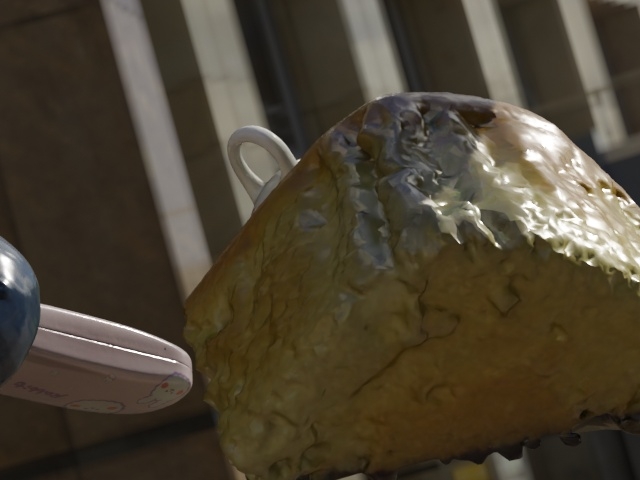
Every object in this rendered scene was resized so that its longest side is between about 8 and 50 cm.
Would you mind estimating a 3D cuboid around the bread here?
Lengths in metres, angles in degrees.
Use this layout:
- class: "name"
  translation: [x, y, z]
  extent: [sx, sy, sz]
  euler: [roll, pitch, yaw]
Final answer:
- class: "bread"
  translation: [0.058, 0.014, 1.013]
  extent: [0.262, 0.163, 0.204]
  euler: [-12, 31, -6]

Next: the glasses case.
- class: "glasses case"
  translation: [-0.260, 0.115, 1.958]
  extent: [0.297, 0.075, 0.113]
  euler: [18, -33, -36]

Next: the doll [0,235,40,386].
- class: "doll"
  translation: [-0.351, 0.040, 1.596]
  extent: [0.258, 0.228, 0.154]
  euler: [23, -47, -1]

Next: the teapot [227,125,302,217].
- class: "teapot"
  translation: [0.000, 0.000, 1.671]
  extent: [0.116, 0.245, 0.159]
  euler: [3, 52, 53]
